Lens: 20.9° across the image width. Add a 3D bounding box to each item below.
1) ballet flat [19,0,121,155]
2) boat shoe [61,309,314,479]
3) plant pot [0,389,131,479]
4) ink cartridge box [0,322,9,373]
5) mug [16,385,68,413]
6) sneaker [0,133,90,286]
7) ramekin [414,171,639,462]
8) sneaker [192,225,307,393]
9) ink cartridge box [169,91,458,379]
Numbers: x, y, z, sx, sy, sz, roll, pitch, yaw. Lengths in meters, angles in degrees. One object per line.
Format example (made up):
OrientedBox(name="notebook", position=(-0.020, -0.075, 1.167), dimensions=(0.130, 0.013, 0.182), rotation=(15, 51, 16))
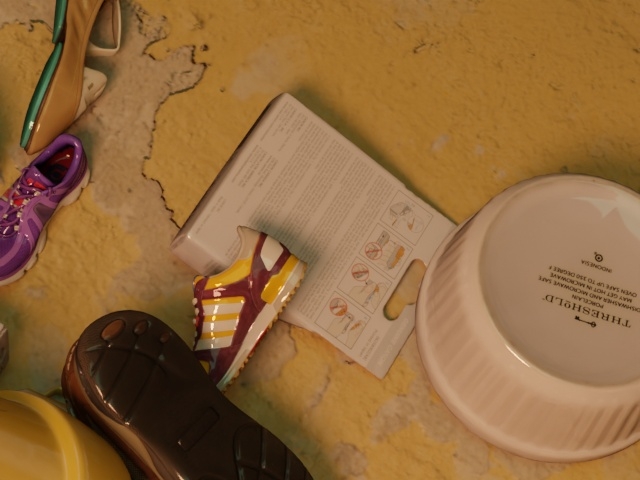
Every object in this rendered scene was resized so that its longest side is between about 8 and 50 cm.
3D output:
OrientedBox(name="ballet flat", position=(-0.235, -0.182, 1.697), dimensions=(0.073, 0.080, 0.232), rotation=(17, 64, -16))
OrientedBox(name="boat shoe", position=(-0.106, 0.204, 1.508), dimensions=(0.122, 0.120, 0.324), rotation=(-38, 93, -36))
OrientedBox(name="plant pot", position=(-0.310, 0.211, 1.354), dimensions=(0.254, 0.239, 0.254), rotation=(-19, 51, 25))
OrientedBox(name="ink cartridge box", position=(-0.342, 0.084, 1.546), dimensions=(0.122, 0.088, 0.052), rotation=(26, 64, 5))
OrientedBox(name="mug", position=(-0.250, 0.164, 1.547), dimensions=(0.064, 0.078, 0.062), rotation=(30, 97, 16))
OrientedBox(name="sneaker", position=(-0.278, -0.035, 1.622), dimensions=(0.068, 0.071, 0.170), rotation=(28, 65, 6))
OrientedBox(name="ramekin", position=(0.231, 0.060, 1.610), dimensions=(0.272, 0.127, 0.273), rotation=(4, 65, -8))
OrientedBox(name="sneaker", position=(-0.093, 0.075, 1.574), dimensions=(0.084, 0.069, 0.185), rotation=(35, 87, 0))
OrientedBox(name="ink cartridge box", position=(0.000, 0.000, 1.666), dimensions=(0.232, 0.066, 0.189), rotation=(39, 64, -12))
